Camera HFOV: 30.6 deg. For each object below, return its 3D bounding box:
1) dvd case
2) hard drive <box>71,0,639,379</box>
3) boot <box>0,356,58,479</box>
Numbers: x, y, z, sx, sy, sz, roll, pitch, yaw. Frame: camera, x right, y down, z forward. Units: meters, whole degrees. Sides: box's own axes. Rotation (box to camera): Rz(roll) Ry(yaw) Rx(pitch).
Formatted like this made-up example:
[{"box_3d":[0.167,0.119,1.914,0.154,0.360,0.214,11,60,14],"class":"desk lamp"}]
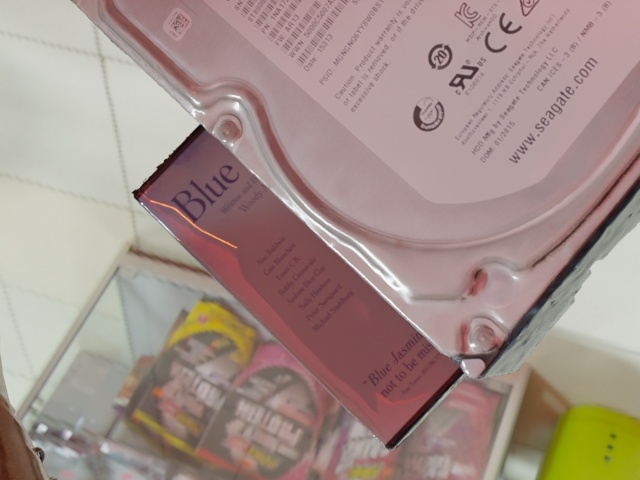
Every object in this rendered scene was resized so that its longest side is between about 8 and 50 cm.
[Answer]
[{"box_3d":[0.019,-0.012,0.781,0.253,0.180,0.022,43,179,17],"class":"dvd case"},{"box_3d":[0.035,-0.129,0.584,0.339,0.064,0.237,45,107,23],"class":"hard drive"},{"box_3d":[-0.220,0.154,0.751,0.115,0.305,0.112,23,116,-24],"class":"boot"}]
